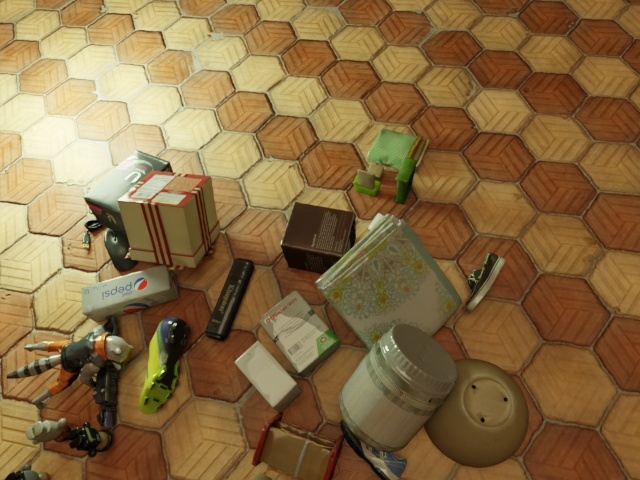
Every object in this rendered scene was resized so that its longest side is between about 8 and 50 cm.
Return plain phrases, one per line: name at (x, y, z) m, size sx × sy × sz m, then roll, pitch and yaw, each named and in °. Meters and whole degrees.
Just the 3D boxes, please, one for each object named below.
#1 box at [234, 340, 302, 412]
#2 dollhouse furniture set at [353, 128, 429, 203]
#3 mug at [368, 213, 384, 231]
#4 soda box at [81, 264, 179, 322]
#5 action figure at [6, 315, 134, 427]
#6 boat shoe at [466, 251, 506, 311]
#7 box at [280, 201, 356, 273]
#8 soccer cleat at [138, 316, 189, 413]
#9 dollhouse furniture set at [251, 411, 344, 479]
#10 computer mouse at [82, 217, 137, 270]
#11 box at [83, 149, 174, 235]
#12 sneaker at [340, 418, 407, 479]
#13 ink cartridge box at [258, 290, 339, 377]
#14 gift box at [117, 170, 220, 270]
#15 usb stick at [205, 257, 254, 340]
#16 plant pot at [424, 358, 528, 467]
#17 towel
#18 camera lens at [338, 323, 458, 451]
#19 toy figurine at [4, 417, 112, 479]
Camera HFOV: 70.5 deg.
box at (-0.147, 0.392, 1.297) m, size 0.091 × 0.130 × 0.170 m, roll -41°, pitch 66°, yaw -16°
dollhouse furniture set at (0.258, -0.308, 1.606) m, size 0.197 × 0.151 × 0.302 m, roll 19°, pitch 66°, yaw 15°
mug at (0.201, -0.044, 1.529) m, size 0.064 × 0.062 × 0.078 m, roll -45°, pitch 61°, yaw -8°
soda box at (-0.617, 0.173, 1.476) m, size 0.286 × 0.091 × 0.098 m, roll -16°, pitch 61°, yaw -3°
action figure at (-0.712, 0.389, 1.333) m, size 0.330 × 0.178 × 0.341 m, roll -22°, pitch 62°, yaw 4°
boat shoe at (0.497, 0.126, 1.407) m, size 0.070 × 0.078 × 0.219 m, roll 31°, pitch 62°, yaw 19°
box at (0.000, 0.000, 1.462) m, size 0.203 × 0.168 × 0.167 m, roll 11°, pitch 65°, yaw 10°
soccer cleat at (-0.486, 0.375, 1.378) m, size 0.121 × 0.093 × 0.289 m, roll -5°, pitch 63°, yaw 38°
dollhouse furniture set at (-0.097, 0.666, 1.166) m, size 0.201 × 0.152 × 0.374 m, roll 18°, pitch 83°, yaw 13°
computer mouse at (-0.752, 0.002, 1.595) m, size 0.184 × 0.060 × 0.262 m, roll -20°, pitch 63°, yaw -6°
box at (-0.657, -0.168, 1.600) m, size 0.165 × 0.143 × 0.270 m, roll 20°, pitch 55°, yaw 15°
sneaker at (0.140, 0.555, 1.223) m, size 0.211 × 0.080 × 0.081 m, roll 44°, pitch 68°, yaw 13°
ink cartridge box at (-0.065, 0.281, 1.370) m, size 0.153 × 0.087 × 0.208 m, roll -37°, pitch 66°, yaw -13°
gift box at (-0.495, -0.051, 1.469) m, size 0.255 × 0.258 × 0.276 m, roll 9°, pitch 36°, yaw 13°
usb stick at (-0.291, 0.185, 1.464) m, size 0.077 × 0.045 × 0.278 m, roll 13°, pitch 65°, yaw 11°
plant pot at (0.417, 0.437, 1.187) m, size 0.284 × 0.191 × 0.284 m, roll -2°, pitch 63°, yaw 4°
towel at (0.208, 0.155, 1.318) m, size 0.320 × 0.090 × 0.374 m, roll -41°, pitch 103°, yaw -12°
camera lens at (0.193, 0.382, 1.170) m, size 0.219 × 0.219 × 0.274 m, roll 40°, pitch 113°, yaw 22°
toy figurine at (-0.708, 0.605, 1.240) m, size 0.209 × 0.148 × 0.213 m, roll 3°, pitch 65°, yaw 14°
